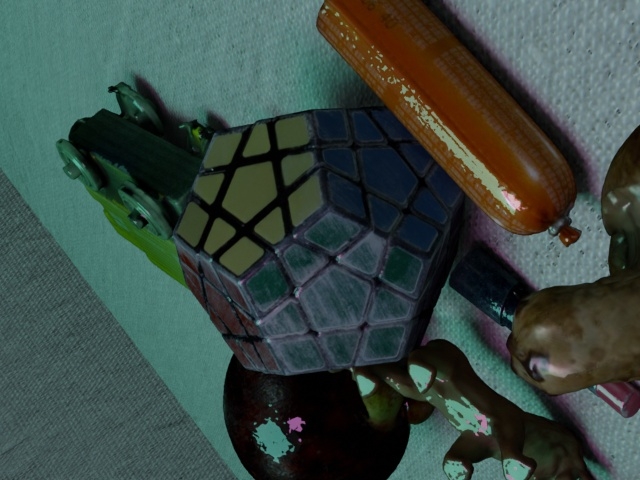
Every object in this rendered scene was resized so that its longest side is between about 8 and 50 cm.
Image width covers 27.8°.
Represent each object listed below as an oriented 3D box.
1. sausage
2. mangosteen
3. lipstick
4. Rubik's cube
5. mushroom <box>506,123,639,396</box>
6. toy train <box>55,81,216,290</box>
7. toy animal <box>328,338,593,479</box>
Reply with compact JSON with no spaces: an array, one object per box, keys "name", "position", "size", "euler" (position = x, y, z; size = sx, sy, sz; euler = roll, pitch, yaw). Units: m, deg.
[{"name":"sausage","position":[0.125,-0.114,1.165],"size":[0.312,0.093,0.093],"euler":[49,160,14]},{"name":"mangosteen","position":[0.010,0.214,1.736],"size":[0.288,0.288,0.288],"euler":[46,158,24]},{"name":"lipstick","position":[0.232,0.100,1.329],"size":[0.234,0.053,0.053],"euler":[43,157,25]},{"name":"Rubik's cube","position":[0.000,0.000,1.377],"size":[0.319,0.319,0.264],"euler":[52,134,8]},{"name":"mushroom","position":[0.293,0.041,0.897],"size":[0.267,0.255,0.267],"euler":[30,173,4]},{"name":"toy train","position":[-0.228,-0.063,1.957],"size":[0.442,0.179,0.272],"euler":[30,156,50]},{"name":"toy animal","position":[0.174,0.195,1.455],"size":[0.312,0.157,0.097],"euler":[41,118,20]}]
